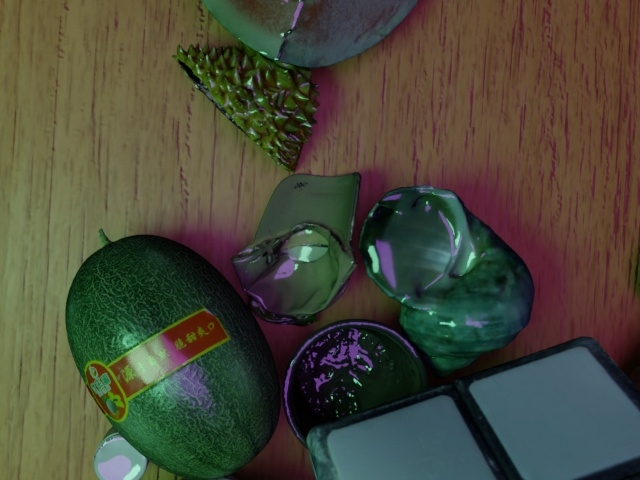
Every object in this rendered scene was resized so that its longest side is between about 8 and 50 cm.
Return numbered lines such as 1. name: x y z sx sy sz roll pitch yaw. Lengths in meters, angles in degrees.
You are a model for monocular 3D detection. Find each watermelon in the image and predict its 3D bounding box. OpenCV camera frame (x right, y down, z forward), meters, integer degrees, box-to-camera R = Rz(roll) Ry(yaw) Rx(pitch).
1. watermelon: -0.029 -0.311 0.698 0.260 0.176 0.256 25 55 15

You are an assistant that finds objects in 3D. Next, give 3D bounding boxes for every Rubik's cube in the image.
1. Rubik's cube: 0.188 0.329 0.609 0.316 0.313 0.318 -17 127 -7

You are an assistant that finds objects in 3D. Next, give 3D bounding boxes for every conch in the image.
1. conch: 0.138 0.051 0.735 0.196 0.134 0.202 -2 77 -3

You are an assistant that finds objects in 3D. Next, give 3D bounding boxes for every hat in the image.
1. hat: 0.000 0.000 0.746 0.147 0.085 0.175 5 55 28

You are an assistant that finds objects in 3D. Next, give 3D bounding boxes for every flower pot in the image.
1. flower pot: 0.035 0.160 0.745 0.158 0.107 0.157 0 91 -3

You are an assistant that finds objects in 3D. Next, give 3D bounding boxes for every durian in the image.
1. durian: -0.064 -0.173 0.721 0.187 0.119 0.108 45 90 -4

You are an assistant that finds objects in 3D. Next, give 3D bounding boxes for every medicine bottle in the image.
1. medicine bottle: -0.213 0.229 0.724 0.057 0.089 0.057 0 91 -6

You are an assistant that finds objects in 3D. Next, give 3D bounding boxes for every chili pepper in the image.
1. chili pepper: -0.044 0.081 0.773 0.091 0.030 0.034 17 69 -8

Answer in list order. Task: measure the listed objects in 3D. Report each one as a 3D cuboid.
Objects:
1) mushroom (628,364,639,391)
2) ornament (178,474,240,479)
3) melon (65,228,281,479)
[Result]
1. mushroom: 0.503 0.089 0.788 0.248 0.130 0.344 35 86 -10
2. ornament: -0.121 0.360 0.661 0.259 0.259 0.225 -33 57 -5
3. melon: -0.156 0.109 0.681 0.182 0.182 0.287 -35 81 -5
